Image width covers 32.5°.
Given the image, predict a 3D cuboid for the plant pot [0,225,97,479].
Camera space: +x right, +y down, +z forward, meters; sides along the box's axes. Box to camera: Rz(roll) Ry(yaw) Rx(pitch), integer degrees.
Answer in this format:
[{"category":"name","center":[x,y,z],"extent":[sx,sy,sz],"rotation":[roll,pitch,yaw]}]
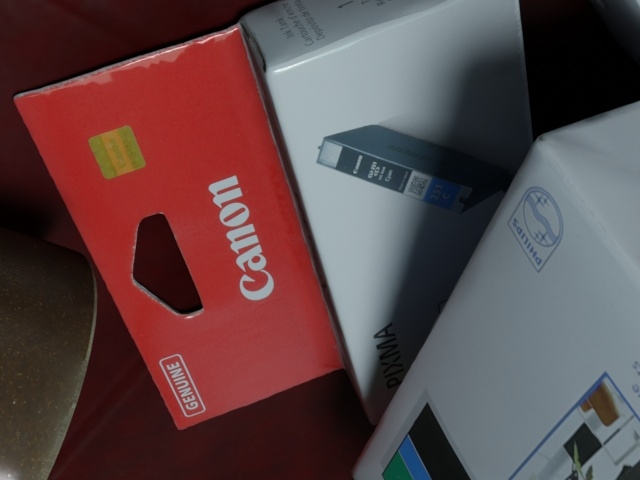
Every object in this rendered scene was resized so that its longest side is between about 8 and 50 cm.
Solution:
[{"category":"plant pot","center":[-0.260,0.052,0.514],"extent":[0.230,0.215,0.215],"rotation":[30,113,-28]}]

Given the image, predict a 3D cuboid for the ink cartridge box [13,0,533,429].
[{"category":"ink cartridge box","center":[0.000,0.000,0.653],"extent":[0.261,0.066,0.296],"rotation":[-22,132,-5]}]

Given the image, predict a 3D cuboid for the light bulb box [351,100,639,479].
[{"category":"light bulb box","center":[0.250,0.088,0.609],"extent":[0.357,0.225,0.361],"rotation":[-19,152,-25]}]

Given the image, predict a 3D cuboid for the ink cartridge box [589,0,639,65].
[{"category":"ink cartridge box","center":[0.250,-0.212,0.539],"extent":[0.278,0.117,0.201],"rotation":[-39,131,13]}]
